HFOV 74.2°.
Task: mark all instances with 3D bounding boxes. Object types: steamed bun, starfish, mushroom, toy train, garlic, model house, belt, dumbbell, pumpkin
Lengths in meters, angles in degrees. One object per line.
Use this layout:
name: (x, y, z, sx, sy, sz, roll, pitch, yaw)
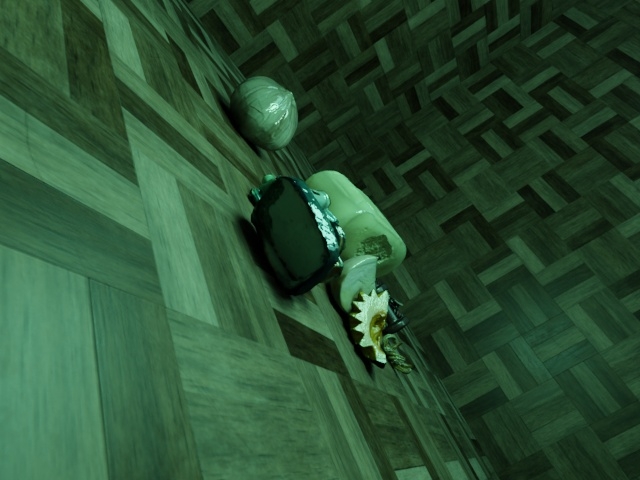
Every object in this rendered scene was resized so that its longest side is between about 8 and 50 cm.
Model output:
steamed bun: (0.100, -0.045, 1.679, 0.456, 0.290, 0.371, 36, 18, -45)
starfish: (0.315, 0.470, 1.697, 0.146, 0.074, 0.189, 49, 11, -36)
mushroom: (0.085, 0.161, 1.448, 0.162, 0.173, 0.236, 15, -73, 53)
toy train: (-0.111, -0.088, 1.239, 0.203, 0.112, 0.163, 64, 5, 27)
garlic: (-0.226, -0.529, 1.723, 0.317, 0.260, 0.317, 60, 8, -15)
model house: (-0.005, -0.012, 1.068, 0.291, 0.184, 0.253, 5, 49, -57)
belt: (0.313, 0.286, 2.266, 0.094, 0.126, 0.359, 37, 14, -41)
dumbbell: (0.301, 0.321, 1.964, 0.140, 0.124, 0.225, -18, 73, -55)
pumpkin: (0.141, 0.288, 1.359, 0.149, 0.131, 0.253, 107, -8, -54)
